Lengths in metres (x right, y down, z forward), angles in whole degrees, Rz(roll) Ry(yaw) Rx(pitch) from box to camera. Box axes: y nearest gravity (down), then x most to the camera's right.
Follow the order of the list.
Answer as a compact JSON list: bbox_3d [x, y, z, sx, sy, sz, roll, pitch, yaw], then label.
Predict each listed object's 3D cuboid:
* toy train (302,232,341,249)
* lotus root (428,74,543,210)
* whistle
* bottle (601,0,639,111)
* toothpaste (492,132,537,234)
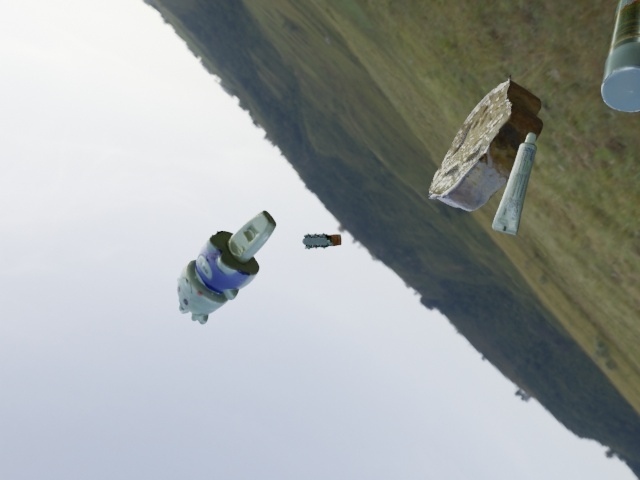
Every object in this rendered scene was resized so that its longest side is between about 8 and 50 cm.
[{"bbox_3d":[0.000,0.000,1.495,0.064,0.103,0.044,-11,-82,-49],"label":"toy train"},{"bbox_3d":[0.414,-0.232,1.464,0.111,0.375,0.391,34,-129,-10],"label":"lotus root"},{"bbox_3d":[-0.160,0.043,0.917,0.092,0.244,0.110,7,-135,-55],"label":"whistle"},{"bbox_3d":[0.508,-0.316,0.905,0.082,0.082,0.286,40,-127,-12],"label":"bottle"},{"bbox_3d":[0.375,-0.109,1.072,0.048,0.198,0.029,16,180,24],"label":"toothpaste"}]
